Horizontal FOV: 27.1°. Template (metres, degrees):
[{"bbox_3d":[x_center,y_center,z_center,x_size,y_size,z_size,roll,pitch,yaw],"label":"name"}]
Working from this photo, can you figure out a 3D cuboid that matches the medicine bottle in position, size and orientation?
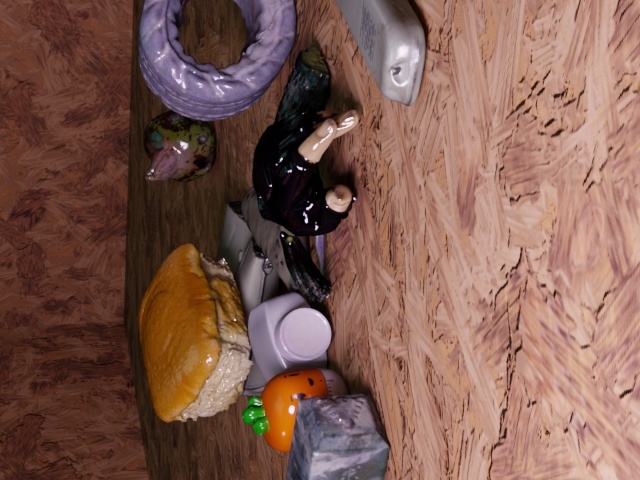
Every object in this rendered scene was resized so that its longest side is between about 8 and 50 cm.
[{"bbox_3d":[-0.039,0.128,1.690,0.183,0.069,0.119,142,111,-74],"label":"medicine bottle"}]

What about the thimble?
[{"bbox_3d":[-0.146,-0.285,1.788,0.172,0.205,0.236,153,113,-76],"label":"thimble"}]

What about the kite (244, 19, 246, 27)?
[{"bbox_3d":[-0.134,-0.481,1.975,0.321,0.016,0.234,78,-167,-46],"label":"kite"}]

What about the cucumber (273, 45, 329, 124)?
[{"bbox_3d":[-0.036,-0.144,1.661,0.078,0.062,0.211,-105,19,-44],"label":"cucumber"}]

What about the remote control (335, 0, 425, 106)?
[{"bbox_3d":[0.049,-0.241,1.352,0.309,0.038,0.090,-111,21,-53],"label":"remote control"}]

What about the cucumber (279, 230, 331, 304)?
[{"bbox_3d":[-0.022,0.034,1.588,0.033,0.034,0.135,31,166,37],"label":"cucumber"}]

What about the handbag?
[{"bbox_3d":[-0.118,0.054,1.957,0.241,0.109,0.315,-126,39,-64],"label":"handbag"}]

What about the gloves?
[{"bbox_3d":[-0.015,-0.088,1.507,0.164,0.124,0.203,61,164,23],"label":"gloves"}]

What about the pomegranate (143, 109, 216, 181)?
[{"bbox_3d":[-0.265,-0.158,2.393,0.138,0.163,0.125,48,158,-12],"label":"pomegranate"}]

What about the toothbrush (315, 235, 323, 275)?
[{"bbox_3d":[0.000,0.000,1.649,0.013,0.011,0.131,17,110,53],"label":"toothbrush"}]

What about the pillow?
[{"bbox_3d":[-0.058,-0.023,1.776,0.241,0.051,0.093,-122,36,-54],"label":"pillow"}]

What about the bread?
[{"bbox_3d":[-0.175,0.130,1.830,0.245,0.121,0.174,-103,33,-45],"label":"bread"}]

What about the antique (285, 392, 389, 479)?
[{"bbox_3d":[0.016,0.255,1.469,0.086,0.088,0.183,-111,23,-50],"label":"antique"}]

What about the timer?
[{"bbox_3d":[-0.033,0.204,1.595,0.136,0.136,0.099,105,163,-51],"label":"timer"}]
